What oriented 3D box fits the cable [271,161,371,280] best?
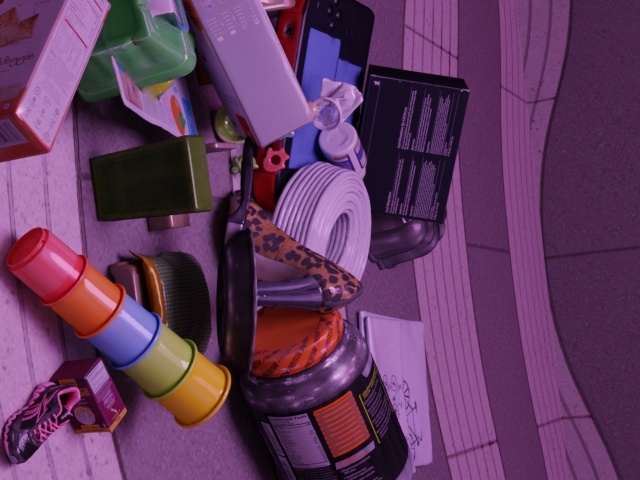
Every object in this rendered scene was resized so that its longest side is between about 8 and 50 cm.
[{"bbox_3d":[0.000,0.000,1.924,0.257,0.089,0.257,-12,113,-65],"label":"cable"}]

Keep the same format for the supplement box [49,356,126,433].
[{"bbox_3d":[-0.277,0.186,1.387,0.043,0.055,0.083,-57,133,-53],"label":"supplement box"}]

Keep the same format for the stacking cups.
[{"bbox_3d":[-0.240,0.107,1.385,0.316,0.096,0.096,45,42,-34],"label":"stacking cups"}]

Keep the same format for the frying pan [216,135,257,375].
[{"bbox_3d":[-0.107,0.016,1.538,0.197,0.053,0.326,-177,-93,-80],"label":"frying pan"}]

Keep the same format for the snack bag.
[{"bbox_3d":[0.162,0.312,2.335,0.342,0.037,0.323,17,67,-64],"label":"snack bag"}]

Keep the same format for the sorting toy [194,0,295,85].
[{"bbox_3d":[-0.139,-0.398,1.752,0.229,0.041,0.307,-14,97,-29],"label":"sorting toy"}]

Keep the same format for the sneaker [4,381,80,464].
[{"bbox_3d":[-0.311,0.203,1.307,0.119,0.057,0.047,-65,142,-48],"label":"sneaker"}]

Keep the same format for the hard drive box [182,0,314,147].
[{"bbox_3d":[-0.114,-0.263,1.652,0.232,0.089,0.181,64,-9,-17],"label":"hard drive box"}]

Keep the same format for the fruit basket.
[{"bbox_3d":[-0.230,-0.299,1.502,0.353,0.166,0.327,11,63,-75],"label":"fruit basket"}]

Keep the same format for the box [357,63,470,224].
[{"bbox_3d":[0.158,-0.178,2.144,0.103,0.184,0.261,-94,-167,-69],"label":"box"}]

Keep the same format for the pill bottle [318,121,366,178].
[{"bbox_3d":[0.042,-0.147,1.987,0.120,0.067,0.067,62,29,-60],"label":"pill bottle"}]

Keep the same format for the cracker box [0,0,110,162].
[{"bbox_3d":[-0.335,-0.186,1.250,0.067,0.156,0.232,57,34,-42],"label":"cracker box"}]

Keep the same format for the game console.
[{"bbox_3d":[0.001,-0.233,1.993,0.342,0.060,0.386,1,100,-65],"label":"game console"}]

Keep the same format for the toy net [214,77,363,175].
[{"bbox_3d":[-0.044,-0.180,1.808,0.045,0.232,0.122,-34,108,-84],"label":"toy net"}]

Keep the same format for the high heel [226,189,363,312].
[{"bbox_3d":[-0.045,0.012,1.756,0.261,0.186,0.093,-105,-159,-47],"label":"high heel"}]

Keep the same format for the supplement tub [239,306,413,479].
[{"bbox_3d":[0.004,0.261,1.796,0.207,0.207,0.338,-64,140,-51],"label":"supplement tub"}]

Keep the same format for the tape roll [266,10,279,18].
[{"bbox_3d":[-0.096,-0.514,1.942,0.286,0.100,0.286,-9,90,-66],"label":"tape roll"}]

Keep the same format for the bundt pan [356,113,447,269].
[{"bbox_3d":[0.170,-0.109,2.375,0.331,0.124,0.330,-8,90,-66],"label":"bundt pan"}]

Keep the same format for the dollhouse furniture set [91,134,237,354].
[{"bbox_3d":[-0.172,0.021,1.549,0.197,0.151,0.301,-9,91,-66],"label":"dollhouse furniture set"}]
